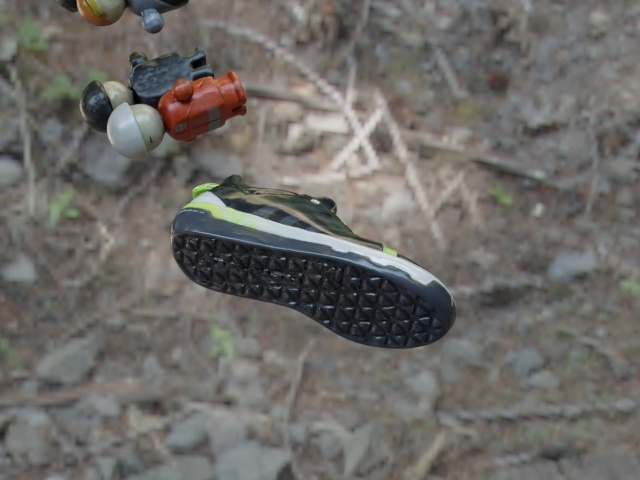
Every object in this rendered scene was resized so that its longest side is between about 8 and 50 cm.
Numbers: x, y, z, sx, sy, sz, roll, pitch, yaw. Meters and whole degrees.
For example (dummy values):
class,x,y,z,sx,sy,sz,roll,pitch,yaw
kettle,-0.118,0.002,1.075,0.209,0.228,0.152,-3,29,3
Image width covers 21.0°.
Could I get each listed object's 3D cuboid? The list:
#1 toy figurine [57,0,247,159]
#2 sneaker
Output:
class,x,y,z,sx,sy,sz,roll,pitch,yaw
toy figurine,-0.185,-0.201,1.770,0.148,0.209,0.213,-21,23,-11
sneaker,0.000,0.000,1.260,0.235,0.084,0.097,19,47,20
